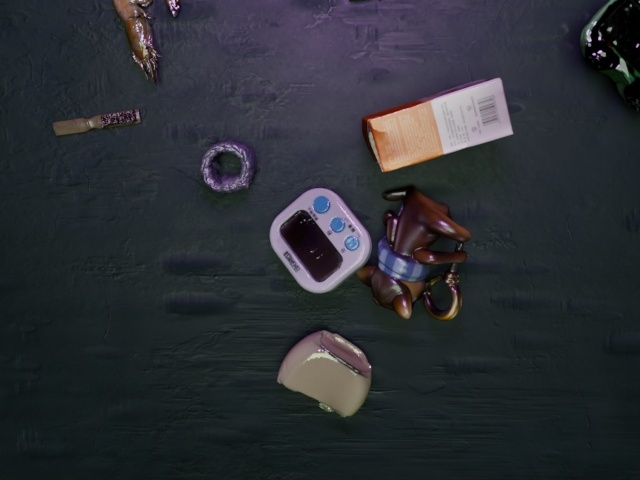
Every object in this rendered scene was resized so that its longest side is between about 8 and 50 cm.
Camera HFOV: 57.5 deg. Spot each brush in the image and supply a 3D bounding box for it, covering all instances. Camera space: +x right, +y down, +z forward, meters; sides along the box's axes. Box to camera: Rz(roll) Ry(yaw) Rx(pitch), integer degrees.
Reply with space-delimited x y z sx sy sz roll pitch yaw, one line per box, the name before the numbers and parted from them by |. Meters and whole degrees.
brush | -0.620 -0.325 1.607 0.248 0.036 0.043 -8 98 3

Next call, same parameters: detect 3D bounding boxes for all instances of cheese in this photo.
cheese | 0.015 0.400 1.708 0.266 0.127 0.233 32 104 -3

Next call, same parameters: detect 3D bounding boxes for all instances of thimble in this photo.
thimble | -0.251 -0.200 1.595 0.150 0.098 0.150 0 102 2

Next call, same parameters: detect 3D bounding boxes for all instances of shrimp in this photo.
shrimp | -0.440 -0.570 1.543 0.169 0.058 0.296 -17 98 2

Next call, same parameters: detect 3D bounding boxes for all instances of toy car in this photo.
toy car | 0.826 -0.456 1.481 0.358 0.176 0.213 39 100 -3

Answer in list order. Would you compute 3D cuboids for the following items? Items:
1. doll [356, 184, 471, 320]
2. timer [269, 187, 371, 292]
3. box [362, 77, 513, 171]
doll | 0.266 0.041 1.603 0.318 0.209 0.340 28 102 28
timer | 0.000 0.000 1.610 0.237 0.087 0.262 -40 77 12
box | 0.285 -0.296 1.496 0.341 0.225 0.143 -16 103 4
